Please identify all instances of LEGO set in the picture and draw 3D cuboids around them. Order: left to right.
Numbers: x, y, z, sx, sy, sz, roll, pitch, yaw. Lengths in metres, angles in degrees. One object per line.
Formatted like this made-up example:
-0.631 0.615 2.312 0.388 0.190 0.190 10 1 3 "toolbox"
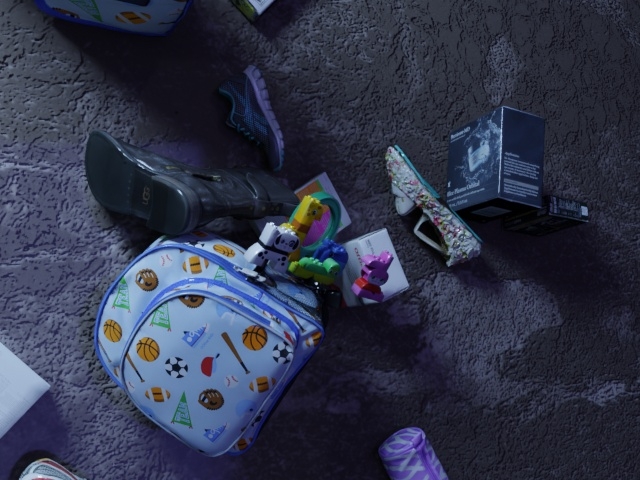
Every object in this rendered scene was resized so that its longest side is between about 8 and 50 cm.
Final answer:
0.000 0.000 0.931 0.227 0.087 0.093 19 104 -37 "LEGO set"

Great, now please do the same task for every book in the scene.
-0.029 -0.029 1.089 0.144 0.035 0.096 -35 100 -25 "book"

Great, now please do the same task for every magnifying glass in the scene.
-0.029 0.038 1.012 0.092 0.026 0.231 -2 120 -48 "magnifying glass"

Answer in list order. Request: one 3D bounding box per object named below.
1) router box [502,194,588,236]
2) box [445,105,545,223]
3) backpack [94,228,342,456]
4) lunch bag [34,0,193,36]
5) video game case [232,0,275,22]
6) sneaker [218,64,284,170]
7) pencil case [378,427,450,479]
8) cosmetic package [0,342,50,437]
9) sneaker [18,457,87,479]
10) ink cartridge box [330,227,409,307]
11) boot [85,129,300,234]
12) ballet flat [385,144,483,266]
0.400 -0.043 1.242 0.092 0.122 0.038 8 74 -25 "router box"
0.295 -0.124 1.187 0.093 0.156 0.158 11 77 -22 "box"
-0.151 0.123 0.893 0.263 0.213 0.277 34 98 1 "backpack"
-0.304 -0.440 0.858 0.385 0.328 0.239 39 73 -17 "lunch bag"
-0.107 -0.501 1.119 0.210 0.042 0.232 44 67 -13 "video game case"
-0.107 -0.181 1.068 0.076 0.065 0.167 -20 87 -10 "sneaker"
0.170 0.394 1.084 0.086 0.088 0.206 -34 96 -27 "pencil case"
-0.456 0.136 0.844 0.239 0.060 0.099 47 64 -12 "cosmetic package"
-0.290 0.355 0.875 0.088 0.092 0.225 -35 116 -7 "sneaker"
0.063 0.045 1.061 0.056 0.135 0.099 -23 92 -29 "ink cartridge box"
-0.177 -0.080 0.978 0.229 0.263 0.091 -13 128 -52 "boot"
0.176 -0.050 1.165 0.077 0.091 0.241 -42 97 6 "ballet flat"
